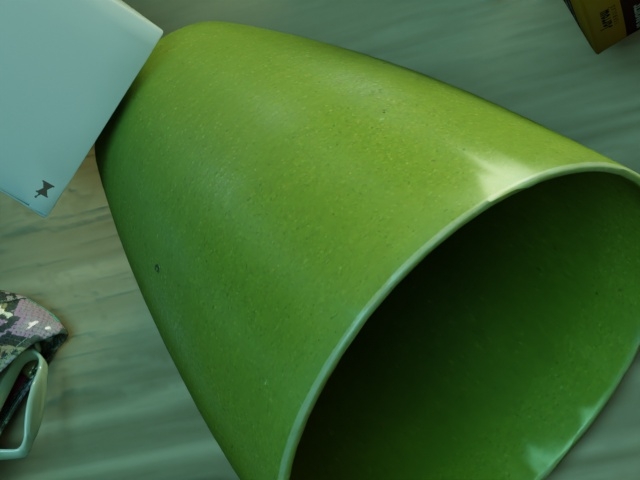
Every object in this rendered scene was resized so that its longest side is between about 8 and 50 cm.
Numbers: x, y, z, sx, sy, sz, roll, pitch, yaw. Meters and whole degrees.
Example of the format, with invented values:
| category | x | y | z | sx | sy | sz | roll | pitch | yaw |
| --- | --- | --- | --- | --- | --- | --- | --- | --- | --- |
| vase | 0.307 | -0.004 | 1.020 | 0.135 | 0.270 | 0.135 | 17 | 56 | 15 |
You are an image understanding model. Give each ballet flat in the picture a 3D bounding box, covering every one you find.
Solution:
| category | x | y | z | sx | sy | sz | roll | pitch | yaw |
| --- | --- | --- | --- | --- | --- | --- | --- | --- | --- |
| ballet flat | -0.235 | 0.138 | 1.035 | 0.079 | 0.077 | 0.221 | 19 | 71 | 17 |

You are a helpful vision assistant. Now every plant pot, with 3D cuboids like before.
| category | x | y | z | sx | sy | sz | roll | pitch | yaw |
| --- | --- | --- | --- | --- | --- | --- | --- | --- | --- |
| plant pot | 0.000 | 0.000 | 0.914 | 0.293 | 0.275 | 0.275 | 41 | 96 | 36 |

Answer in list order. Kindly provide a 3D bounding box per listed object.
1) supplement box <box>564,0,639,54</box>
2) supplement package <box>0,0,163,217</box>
| category | x | y | z | sx | sy | sz | roll | pitch | yaw |
| --- | --- | --- | --- | --- | --- | --- | --- | --- | --- |
| supplement box | 0.187 | -0.247 | 0.877 | 0.194 | 0.129 | 0.191 | -30 | 76 | 9 |
| supplement package | -0.216 | -0.132 | 0.984 | 0.134 | 0.139 | 0.244 | -57 | 28 | 4 |
